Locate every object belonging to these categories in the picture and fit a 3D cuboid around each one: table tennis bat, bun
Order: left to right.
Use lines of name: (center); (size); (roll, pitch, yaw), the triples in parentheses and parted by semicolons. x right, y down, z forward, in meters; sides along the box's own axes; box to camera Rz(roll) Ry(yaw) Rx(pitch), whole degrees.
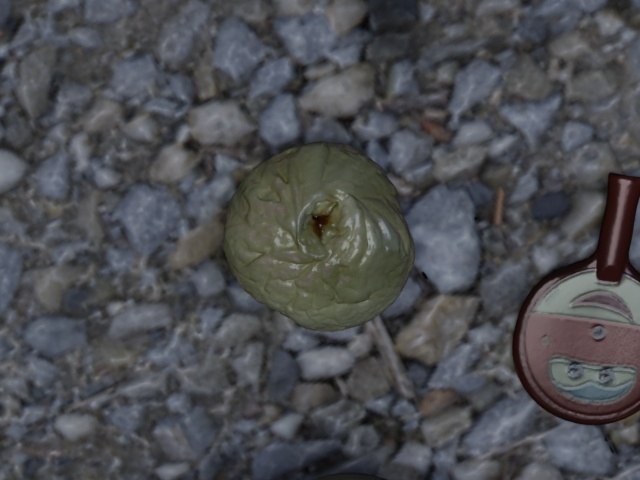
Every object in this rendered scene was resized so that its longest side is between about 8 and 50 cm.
bun: (0.000, 0.000, 1.153); (0.115, 0.069, 0.115); (0, 97, 1)
table tennis bat: (0.169, 0.036, 1.184); (0.098, 0.019, 0.154); (10, 99, 0)

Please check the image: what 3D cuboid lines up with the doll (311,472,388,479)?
doll: (0.092, 0.261, 1.102); (0.370, 0.226, 0.215); (16, 84, 3)
